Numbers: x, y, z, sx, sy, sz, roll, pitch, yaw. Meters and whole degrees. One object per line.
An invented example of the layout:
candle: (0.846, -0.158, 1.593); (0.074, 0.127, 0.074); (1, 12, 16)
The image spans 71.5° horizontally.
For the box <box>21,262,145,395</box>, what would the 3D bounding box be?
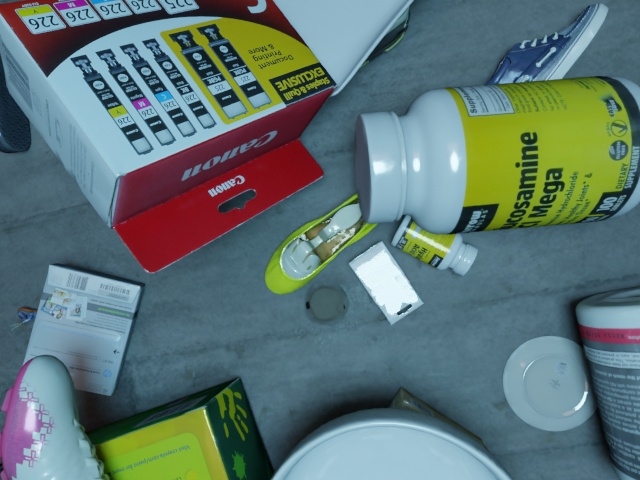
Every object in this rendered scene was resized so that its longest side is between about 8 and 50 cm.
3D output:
box: (-0.385, 0.145, 0.725); (0.145, 0.038, 0.186); (15, 89, -9)

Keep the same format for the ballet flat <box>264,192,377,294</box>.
ballet flat: (0.000, 0.000, 0.680); (0.231, 0.077, 0.077); (-38, 84, 5)

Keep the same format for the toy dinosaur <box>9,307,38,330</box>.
toy dinosaur: (-0.480, 0.132, 0.767); (0.082, 0.047, 0.090); (34, 59, 16)

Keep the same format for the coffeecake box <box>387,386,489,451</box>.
coffeecake box: (0.133, 0.340, 0.653); (0.142, 0.068, 0.185); (31, 92, 7)

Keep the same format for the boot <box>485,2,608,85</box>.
boot: (0.328, -0.279, 0.654); (0.086, 0.069, 0.190); (36, 94, 5)

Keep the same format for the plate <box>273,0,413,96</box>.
plate: (0.010, -0.373, 0.653); (0.278, 0.045, 0.277); (40, 91, 20)

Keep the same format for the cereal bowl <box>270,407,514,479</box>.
cereal bowl: (0.091, 0.369, 0.551); (0.339, 0.141, 0.339); (0, 89, 7)

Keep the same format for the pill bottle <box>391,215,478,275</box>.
pill bottle: (0.170, 0.005, 0.664); (0.116, 0.065, 0.065); (28, 91, 8)

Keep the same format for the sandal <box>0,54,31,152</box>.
sandal: (-0.555, -0.277, 0.754); (0.054, 0.097, 0.254); (-5, 87, 7)

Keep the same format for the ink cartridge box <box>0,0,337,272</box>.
ink cartridge box: (-0.143, -0.157, 0.533); (0.309, 0.130, 0.272); (-36, 88, -35)

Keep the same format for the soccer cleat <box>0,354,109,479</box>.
soccer cleat: (-0.299, 0.304, 0.539); (0.143, 0.116, 0.331); (1, 88, -7)

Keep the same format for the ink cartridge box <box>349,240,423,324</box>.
ink cartridge box: (0.101, 0.065, 0.689); (0.063, 0.029, 0.115); (-34, 85, 4)

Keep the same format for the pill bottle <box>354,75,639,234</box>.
pill bottle: (0.219, -0.105, 0.579); (0.334, 0.188, 0.188); (-5, 87, -2)

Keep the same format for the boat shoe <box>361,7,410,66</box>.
boat shoe: (0.036, -0.296, 0.692); (0.228, 0.069, 0.081); (-27, 76, 8)

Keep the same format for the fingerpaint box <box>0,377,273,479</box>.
fingerpaint box: (-0.277, 0.464, 0.653); (0.445, 0.163, 0.371); (-22, 84, 6)

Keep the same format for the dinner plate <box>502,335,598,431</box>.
dinner plate: (0.345, 0.213, 0.658); (0.141, 0.017, 0.141); (0, 86, 6)

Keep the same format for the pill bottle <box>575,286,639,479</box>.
pill bottle: (0.455, 0.223, 0.562); (0.176, 0.176, 0.318); (-12, 86, 7)
